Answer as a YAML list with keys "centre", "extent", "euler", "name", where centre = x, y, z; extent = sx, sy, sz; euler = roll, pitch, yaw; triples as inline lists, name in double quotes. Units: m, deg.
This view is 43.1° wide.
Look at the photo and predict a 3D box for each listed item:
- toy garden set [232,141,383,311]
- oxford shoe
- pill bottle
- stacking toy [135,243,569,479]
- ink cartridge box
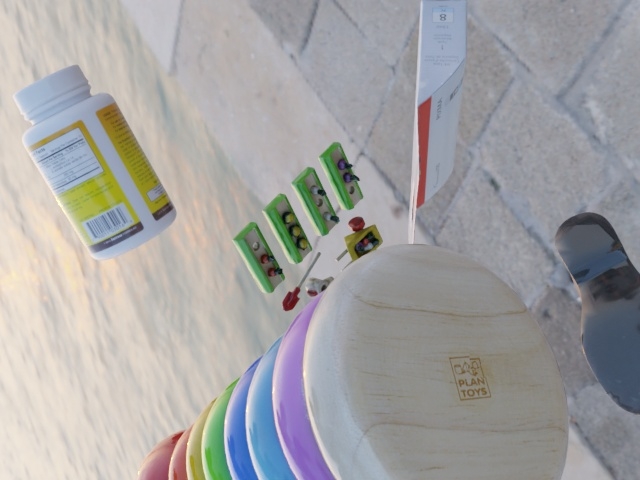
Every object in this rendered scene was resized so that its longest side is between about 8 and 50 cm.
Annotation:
- centre: [0.000, 0.000, 1.264]
  extent: [0.049, 0.244, 0.203]
  euler: [14, 141, 44]
  name: "toy garden set"
- centre: [0.278, 0.071, 0.744]
  extent: [0.076, 0.076, 0.212]
  euler: [49, -152, -40]
  name: "oxford shoe"
- centre: [-0.268, -0.092, 0.954]
  extent: [0.117, 0.117, 0.214]
  euler: [-2, 118, 59]
  name: "pill bottle"
- centre: [-0.018, 0.126, 0.478]
  extent: [0.330, 0.141, 0.141]
  euler: [-39, 72, 50]
  name: "stacking toy"
- centre: [0.208, -0.181, 1.431]
  extent: [0.308, 0.091, 0.384]
  euler: [84, -170, -58]
  name: "ink cartridge box"
